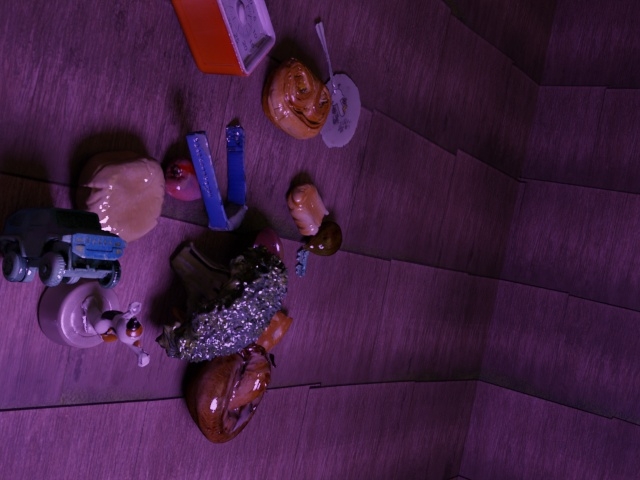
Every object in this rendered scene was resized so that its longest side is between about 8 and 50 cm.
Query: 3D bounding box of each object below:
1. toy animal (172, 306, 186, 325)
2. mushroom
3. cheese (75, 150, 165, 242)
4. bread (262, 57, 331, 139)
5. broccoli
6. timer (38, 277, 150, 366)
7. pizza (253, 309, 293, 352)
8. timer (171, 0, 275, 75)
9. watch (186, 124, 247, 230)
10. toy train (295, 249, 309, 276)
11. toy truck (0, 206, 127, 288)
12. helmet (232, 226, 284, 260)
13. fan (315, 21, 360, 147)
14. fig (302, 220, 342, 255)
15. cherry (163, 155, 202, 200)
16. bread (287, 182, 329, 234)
[{"bbox_3d":[-0.341,0.232,1.788,0.070,0.083,0.159,-53,126,-39],"label":"toy animal"},{"bbox_3d":[-0.249,0.403,1.843,0.283,0.195,0.263,-49,143,-8],"label":"mushroom"},{"bbox_3d":[-0.455,-0.098,1.536,0.226,0.117,0.214,-12,115,-53],"label":"cheese"},{"bbox_3d":[-0.069,-0.404,1.918,0.236,0.120,0.198,34,72,-48],"label":"bread"},{"bbox_3d":[-0.252,0.165,1.715,0.375,0.302,0.249,-44,134,-11],"label":"broccoli"},{"bbox_3d":[-0.473,0.178,1.459,0.175,0.266,0.175,-17,112,-48],"label":"timer"},{"bbox_3d":[-0.172,0.272,2.018,0.182,0.062,0.161,-53,142,-21],"label":"pizza"},{"bbox_3d":[-0.223,-0.572,1.665,0.250,0.161,0.257,-51,134,-40],"label":"timer"},{"bbox_3d":[-0.258,-0.154,1.715,0.276,0.068,0.274,-40,134,-70],"label":"watch"},{"bbox_3d":[-0.058,0.071,2.126,0.045,0.029,0.092,-23,122,-63],"label":"toy train"},{"bbox_3d":[-0.527,0.015,1.345,0.155,0.279,0.156,7,85,-51],"label":"toy truck"},{"bbox_3d":[-0.188,0.036,1.897,0.175,0.106,0.155,-9,101,-60],"label":"helmet"},{"bbox_3d":[0.041,-0.491,2.113,0.233,0.012,0.414,-43,132,-37],"label":"fan"},{"bbox_3d":[0.000,0.000,2.125,0.155,0.103,0.109,-14,74,-37],"label":"fig"},{"bbox_3d":[-0.351,-0.150,1.669,0.106,0.087,0.126,-50,152,-31],"label":"cherry"},{"bbox_3d":[-0.042,-0.099,2.055,0.119,0.084,0.177,-52,134,-31],"label":"bread"}]
